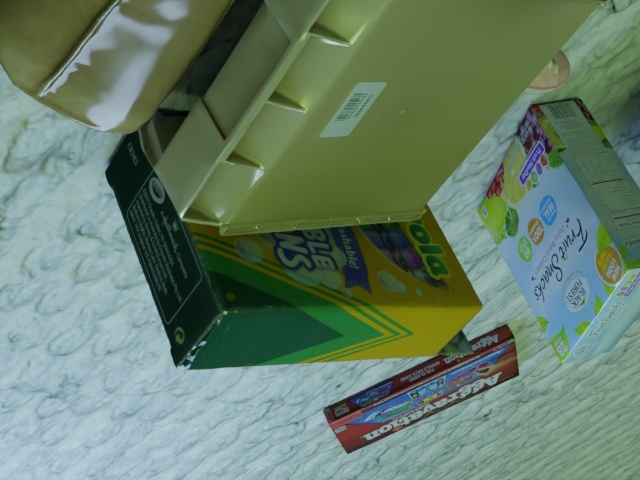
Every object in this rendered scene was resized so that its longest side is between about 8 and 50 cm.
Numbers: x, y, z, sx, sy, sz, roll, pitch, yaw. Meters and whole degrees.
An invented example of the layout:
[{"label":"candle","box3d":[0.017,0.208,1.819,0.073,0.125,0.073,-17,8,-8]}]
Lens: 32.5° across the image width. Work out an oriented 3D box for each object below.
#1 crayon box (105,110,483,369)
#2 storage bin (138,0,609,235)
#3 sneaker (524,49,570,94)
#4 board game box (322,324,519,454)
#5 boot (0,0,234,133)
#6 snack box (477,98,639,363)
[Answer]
[{"label":"crayon box","box3d":[0.000,0.000,0.947,0.323,0.203,0.083,2,140,-39]},{"label":"storage bin","box3d":[0.032,-0.135,0.808,0.260,0.123,0.262,-5,145,-43]},{"label":"sneaker","box3d":[0.185,-0.168,0.960,0.134,0.051,0.070,4,155,-34]},{"label":"board game box","box3d":[0.148,0.216,1.563,0.281,0.027,0.145,-25,151,-1]},{"label":"boot","box3d":[-0.142,-0.190,0.653,0.236,0.089,0.269,32,138,-23]},{"label":"snack box","box3d":[0.254,-0.009,1.113,0.070,0.207,0.174,-12,147,-22]}]
